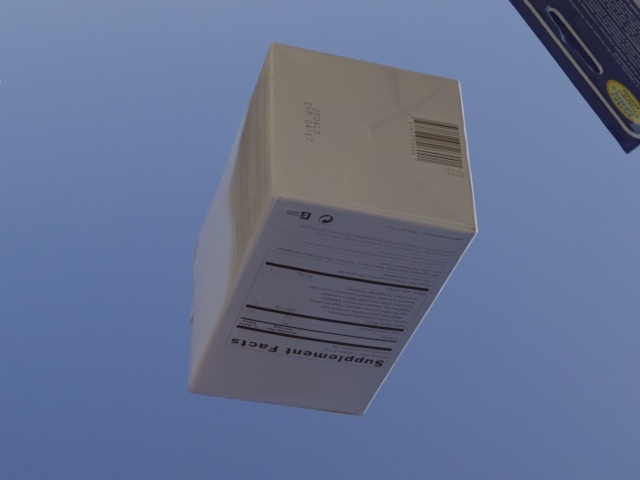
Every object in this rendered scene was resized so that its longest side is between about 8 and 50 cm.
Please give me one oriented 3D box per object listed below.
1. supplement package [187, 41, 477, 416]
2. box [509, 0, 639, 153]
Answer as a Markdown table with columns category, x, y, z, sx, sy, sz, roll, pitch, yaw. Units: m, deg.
| category | x | y | z | sx | sy | sz | roll | pitch | yaw |
| --- | --- | --- | --- | --- | --- | --- | --- | --- | --- |
| supplement package | 0.000 | 0.000 | 1.305 | 0.175 | 0.293 | 0.177 | 10 | -129 | -15 |
| box | 0.189 | -0.134 | 0.910 | 0.036 | 0.136 | 0.225 | -42 | 171 | 39 |
